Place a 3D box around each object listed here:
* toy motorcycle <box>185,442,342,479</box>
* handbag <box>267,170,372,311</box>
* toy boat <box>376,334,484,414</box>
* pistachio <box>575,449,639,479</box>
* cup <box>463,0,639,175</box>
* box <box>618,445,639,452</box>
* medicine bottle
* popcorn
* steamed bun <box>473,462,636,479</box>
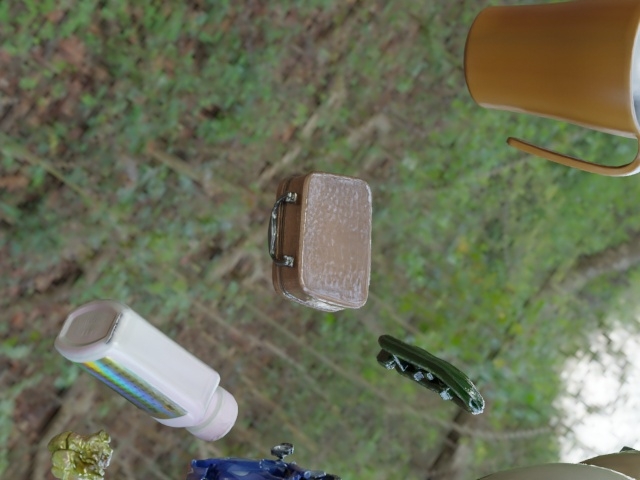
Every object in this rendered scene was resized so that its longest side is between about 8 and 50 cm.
[{"bbox_3d":[-0.078,0.274,1.515,0.114,0.205,0.076,-9,98,-59],"label":"toy motorcycle"},{"bbox_3d":[0.000,0.000,1.921,0.072,0.151,0.193,-9,-105,49],"label":"handbag"},{"bbox_3d":[0.172,0.207,2.085,0.052,0.210,0.104,-48,139,-18],"label":"toy boat"},{"bbox_3d":[0.430,0.445,1.938,0.365,0.445,0.281,-140,-136,-73],"label":"pistachio"},{"bbox_3d":[0.318,-0.198,1.674,0.182,0.264,0.226,-7,103,-55],"label":"cup"},{"bbox_3d":[0.660,0.493,2.366,0.118,0.311,0.205,-57,-174,-5],"label":"box"},{"bbox_3d":[-0.184,0.150,1.510,0.115,0.219,0.078,-6,-127,44],"label":"medicine bottle"},{"bbox_3d":[-0.354,0.328,1.995,0.109,0.089,0.097,67,21,-88],"label":"popcorn"},{"bbox_3d":[0.194,0.371,1.249,0.374,0.334,0.334,-23,175,4],"label":"steamed bun"}]
